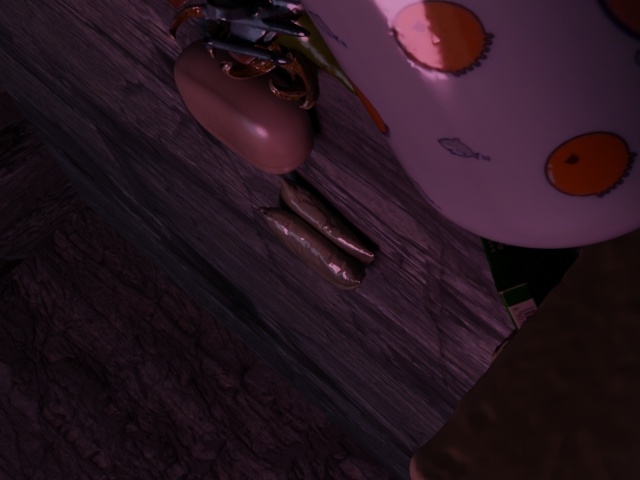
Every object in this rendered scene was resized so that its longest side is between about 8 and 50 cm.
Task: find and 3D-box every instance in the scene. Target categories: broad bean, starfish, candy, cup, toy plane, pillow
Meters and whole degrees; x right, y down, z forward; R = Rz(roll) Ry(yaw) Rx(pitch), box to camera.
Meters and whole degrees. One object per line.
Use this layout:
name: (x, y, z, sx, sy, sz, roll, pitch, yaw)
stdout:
broad bean: (-0.021, -0.215, 0.997, 0.318, 0.056, 0.098, 34, 159, 23)
starfish: (-0.067, -0.197, 1.092, 0.190, 0.074, 0.146, 33, 179, 45)
candy: (0.221, 0.105, 0.684, 0.179, 0.320, 0.135, 22, 156, 51)
cup: (0.091, -0.153, 0.535, 0.212, 0.212, 0.317, 29, 160, 48)
toy plane: (-0.018, -0.226, 0.852, 0.326, 0.104, 0.223, 29, 131, 37)
pillow: (0.000, 0.000, 1.497, 0.181, 0.078, 0.134, 39, 168, 9)

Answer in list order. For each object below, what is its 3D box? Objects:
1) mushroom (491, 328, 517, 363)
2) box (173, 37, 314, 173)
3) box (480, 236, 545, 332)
mushroom: (0.241, 0.139, 1.268, 0.061, 0.060, 0.187, 29, 173, 4)
box: (-0.093, -0.163, 1.267, 0.200, 0.088, 0.146, 39, 166, 27)
box: (0.214, 0.075, 1.057, 0.132, 0.034, 0.235, -98, -18, -48)
